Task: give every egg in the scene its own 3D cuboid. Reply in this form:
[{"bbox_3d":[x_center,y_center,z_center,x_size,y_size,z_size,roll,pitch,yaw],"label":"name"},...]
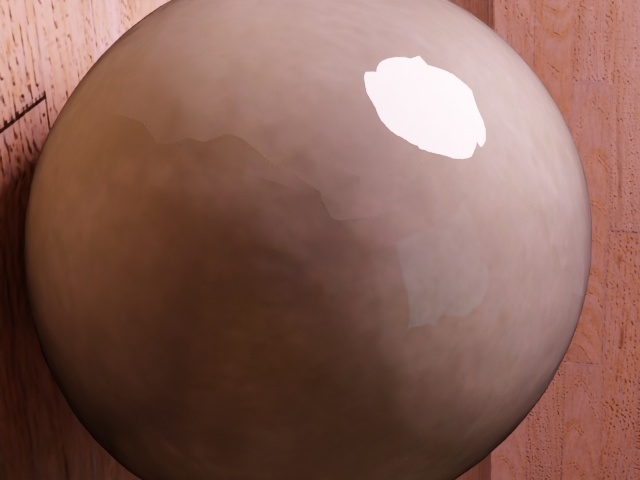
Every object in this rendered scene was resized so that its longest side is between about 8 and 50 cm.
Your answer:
[{"bbox_3d":[0.000,0.000,0.673,0.352,0.259,0.258,0,94,-77],"label":"egg"}]
